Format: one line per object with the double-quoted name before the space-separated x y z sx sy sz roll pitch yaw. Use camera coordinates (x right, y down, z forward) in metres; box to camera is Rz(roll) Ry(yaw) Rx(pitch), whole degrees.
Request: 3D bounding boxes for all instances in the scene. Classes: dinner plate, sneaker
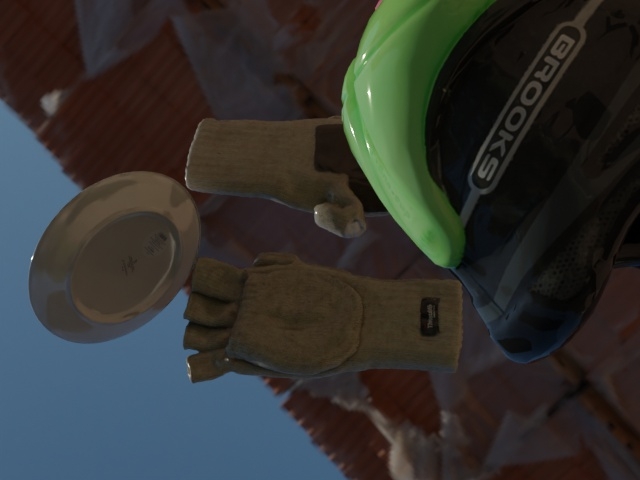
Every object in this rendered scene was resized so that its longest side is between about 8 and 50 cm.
"dinner plate" -0.142 0.017 0.818 0.017 0.141 0.141 36 -175 38
"sneaker" 0.251 -0.056 0.524 0.185 0.482 0.202 106 147 -66

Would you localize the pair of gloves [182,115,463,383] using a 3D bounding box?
"pair of gloves" 0.000 0.000 0.849 0.042 0.204 0.240 89 180 -54
